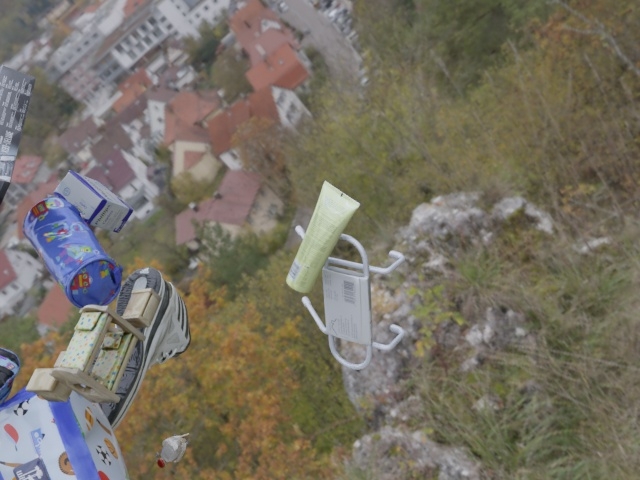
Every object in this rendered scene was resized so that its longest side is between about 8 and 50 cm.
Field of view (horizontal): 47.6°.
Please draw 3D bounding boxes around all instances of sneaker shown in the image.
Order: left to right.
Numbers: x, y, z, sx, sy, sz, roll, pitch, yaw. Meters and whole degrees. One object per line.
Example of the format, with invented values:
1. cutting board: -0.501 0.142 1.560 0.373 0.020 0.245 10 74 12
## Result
1. sneaker: -0.456 0.321 1.915 0.169 0.257 0.447 3 63 28

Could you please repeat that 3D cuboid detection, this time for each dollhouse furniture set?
1. dollhouse furniture set: -0.362 0.142 1.104 0.161 0.101 0.182 -7 50 30

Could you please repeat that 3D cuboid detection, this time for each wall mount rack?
1. wall mount rack: 0.046 0.112 1.675 0.304 0.350 0.130 13 31 30

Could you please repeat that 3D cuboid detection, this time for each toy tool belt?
1. toy tool belt: -0.298 0.428 1.483 0.051 0.052 0.083 -23 -29 -53

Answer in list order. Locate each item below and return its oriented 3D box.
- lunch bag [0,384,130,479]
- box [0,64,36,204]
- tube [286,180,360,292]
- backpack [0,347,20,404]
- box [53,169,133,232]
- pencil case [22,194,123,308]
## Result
1. lunch bag: -0.521 0.457 1.476 0.239 0.328 0.385 -21 -8 -30
2. box: -0.677 -0.167 1.487 0.242 0.076 0.307 -45 37 40
3. tube: 0.000 0.000 1.527 0.062 0.070 0.240 -105 35 -59
4. backpack: -0.659 0.267 1.365 0.173 0.117 0.158 13 31 8
5. box: -0.541 -0.092 1.735 0.126 0.137 0.072 37 93 19
6. pencil case: -0.523 0.020 1.532 0.133 0.119 0.306 -26 44 -25
